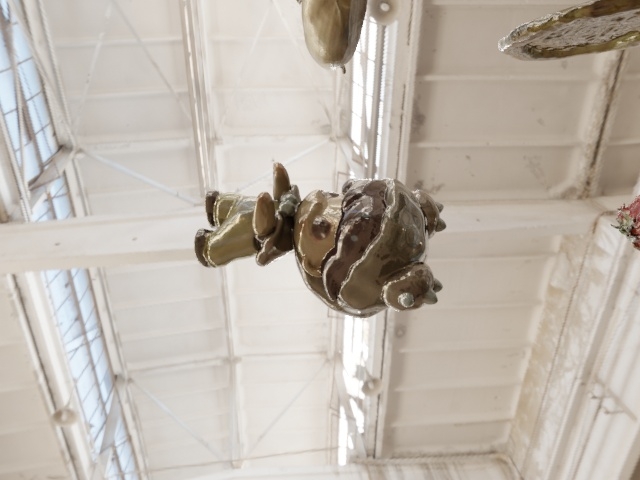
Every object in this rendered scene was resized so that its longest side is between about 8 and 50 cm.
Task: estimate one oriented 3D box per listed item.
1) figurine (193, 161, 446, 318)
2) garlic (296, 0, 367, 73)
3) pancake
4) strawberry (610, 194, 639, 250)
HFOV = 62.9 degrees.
[{"bbox_3d":[-0.001,0.000,0.804,0.380,0.248,0.203,7,-50,9],"label":"figurine"},{"bbox_3d":[0.018,-0.239,0.592,0.084,0.066,0.152,-23,-37,-27],"label":"garlic"},{"bbox_3d":[0.366,-0.285,0.712,0.250,0.250,0.031,-7,-86,-7],"label":"pancake"},{"bbox_3d":[0.397,-0.018,0.588,0.106,0.106,0.106,-5,-61,-8],"label":"strawberry"}]
